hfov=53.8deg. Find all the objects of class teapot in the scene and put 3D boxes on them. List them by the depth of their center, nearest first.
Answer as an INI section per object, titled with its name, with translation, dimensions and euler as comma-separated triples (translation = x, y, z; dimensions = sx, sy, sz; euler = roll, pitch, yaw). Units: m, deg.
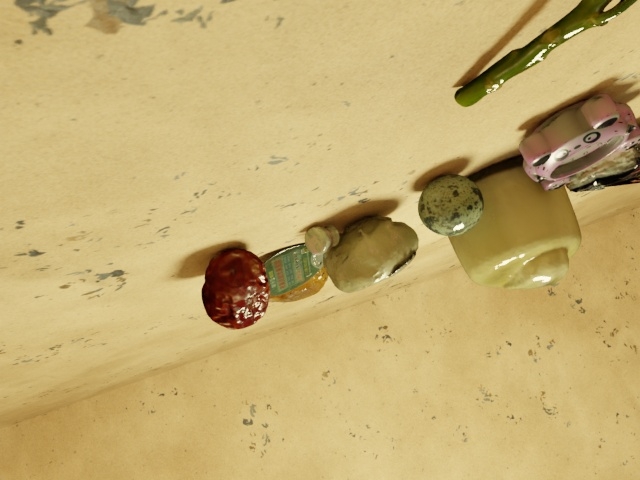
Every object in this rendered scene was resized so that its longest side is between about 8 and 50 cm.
[teapot]
translation = 0.000, 0.000, 1.408
dimensions = 0.064, 0.064, 0.083
euler = -19, 166, -46

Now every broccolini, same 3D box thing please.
[broccolini]
translation = 0.297, -0.274, 0.758
dimensions = 0.074, 0.078, 0.392
euler = -26, 179, -29

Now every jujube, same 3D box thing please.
[jujube]
translation = -0.184, 0.104, 1.372
dimensions = 0.155, 0.155, 0.230
euler = -18, 161, -12

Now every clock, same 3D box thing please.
[clock]
translation = 0.519, -0.200, 1.275
dimensions = 0.228, 0.090, 0.248
euler = -32, 159, 26

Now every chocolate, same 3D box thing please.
[chocolate]
translation = 0.462, -0.018, 1.535
dimensions = 0.314, 0.296, 0.326
euler = -17, 168, 6

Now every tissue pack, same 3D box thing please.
[tissue pack]
translation = 0.828, -0.218, 1.656
dimensions = 0.333, 0.123, 0.245
euler = -10, 170, -26

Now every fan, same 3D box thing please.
[fan]
translation = -0.045, 0.046, 1.567
dimensions = 0.294, 0.012, 0.223
euler = -39, 152, 14

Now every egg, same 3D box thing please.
[egg]
translation = 0.277, -0.074, 1.363
dimensions = 0.132, 0.132, 0.172
euler = -17, 178, -16

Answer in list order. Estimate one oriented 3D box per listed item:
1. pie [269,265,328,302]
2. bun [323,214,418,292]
[pie]
translation = -0.100, 0.125, 1.768
dimensions = 0.274, 0.069, 0.273
euler = -16, 160, -6
[bun]
translation = 0.110, 0.020, 1.466
dimensions = 0.239, 0.141, 0.239
euler = -26, -174, 3
